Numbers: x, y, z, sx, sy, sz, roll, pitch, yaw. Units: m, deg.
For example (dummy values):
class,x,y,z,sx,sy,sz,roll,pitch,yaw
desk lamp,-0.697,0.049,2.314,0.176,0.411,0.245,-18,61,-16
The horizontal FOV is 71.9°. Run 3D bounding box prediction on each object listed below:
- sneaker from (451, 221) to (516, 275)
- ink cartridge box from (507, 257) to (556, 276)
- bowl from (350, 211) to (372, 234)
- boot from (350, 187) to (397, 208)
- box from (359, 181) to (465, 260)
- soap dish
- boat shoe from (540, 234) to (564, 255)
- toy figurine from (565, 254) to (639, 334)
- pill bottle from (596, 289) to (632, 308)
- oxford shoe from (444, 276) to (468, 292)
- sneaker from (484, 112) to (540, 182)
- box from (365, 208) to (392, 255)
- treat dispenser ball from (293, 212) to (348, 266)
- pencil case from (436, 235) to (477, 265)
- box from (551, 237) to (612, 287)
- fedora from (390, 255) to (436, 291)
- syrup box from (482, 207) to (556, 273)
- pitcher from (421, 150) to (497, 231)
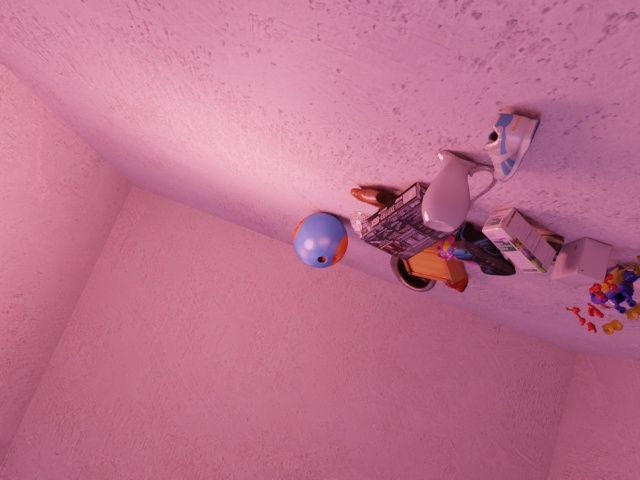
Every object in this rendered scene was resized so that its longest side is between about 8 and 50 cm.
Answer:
class,x,y,z,sx,sy,sz,roll,pitch,yaw
sneaker,0.664,0.044,1.747,0.341,0.139,0.125,27,158,-30
ink cartridge box,0.848,0.075,1.765,0.171,0.056,0.235,16,167,21
bowl,0.211,-0.070,2.133,0.170,0.080,0.170,19,169,4
boot,0.224,-0.160,1.741,0.197,0.073,0.152,28,174,-40
box,0.334,-0.057,1.633,0.242,0.076,0.307,25,139,-26
soap dish,0.500,0.074,2.014,0.291,0.118,0.229,11,137,45
boat shoe,0.773,0.025,1.605,0.080,0.073,0.223,24,168,-20
toy figurine,1.033,0.131,1.534,0.191,0.217,0.362,34,124,-2
pill bottle,1.204,0.234,1.815,0.086,0.086,0.152,19,169,7
oxford shoe,0.698,0.192,2.425,0.133,0.130,0.364,24,171,38
sneaker,0.436,-0.219,1.036,0.092,0.087,0.228,24,163,17
box,0.282,-0.044,1.828,0.147,0.077,0.180,26,135,8
treat dispenser ball,0.000,0.000,2.297,0.288,0.288,0.288,19,169,4
pencil case,0.597,0.046,1.835,0.236,0.104,0.104,10,175,-29
box,0.890,0.079,1.512,0.091,0.130,0.170,20,169,4
fedora,0.522,0.138,2.356,0.275,0.243,0.124,43,-146,24
syrup box,0.668,0.004,1.484,0.237,0.096,0.093,40,162,-14
pitcher,0.383,-0.128,1.224,0.178,0.207,0.125,15,168,17
